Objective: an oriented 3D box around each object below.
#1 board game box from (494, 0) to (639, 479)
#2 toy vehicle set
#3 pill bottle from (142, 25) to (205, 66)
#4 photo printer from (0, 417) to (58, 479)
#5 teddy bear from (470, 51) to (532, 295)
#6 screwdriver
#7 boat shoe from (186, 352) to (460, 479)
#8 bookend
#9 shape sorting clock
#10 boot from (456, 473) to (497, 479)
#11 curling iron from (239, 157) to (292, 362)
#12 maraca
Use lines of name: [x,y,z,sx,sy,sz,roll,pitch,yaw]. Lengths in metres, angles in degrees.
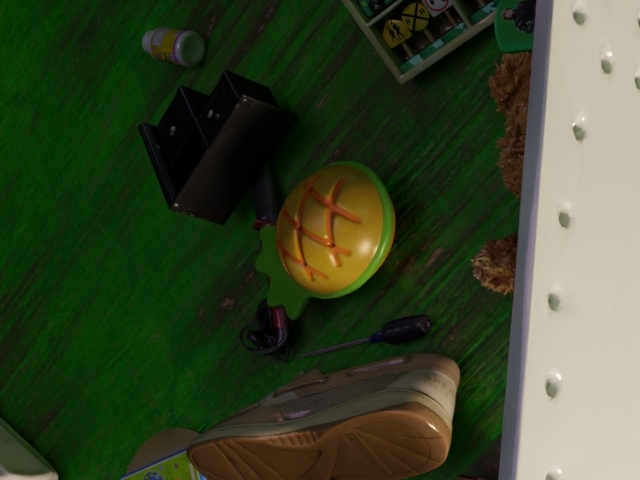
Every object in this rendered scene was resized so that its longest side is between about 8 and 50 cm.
board game box: [0.218,0.052,0.562,0.050,0.390,0.390,-1,81,49]
toy vehicle set: [0.131,-0.280,0.874,0.267,0.035,0.166,-32,99,33]
pill bottle: [-0.181,-0.238,1.191,0.083,0.043,0.043,19,94,42]
photo printer: [-0.484,0.389,1.287,0.256,0.107,0.307,25,99,39]
teddy bear: [0.204,-0.040,0.757,0.245,0.113,0.338,-7,76,53]
screwdriver: [0.041,0.101,0.953,0.170,0.024,0.025,-26,94,42]
boat shoe: [0.000,0.176,0.928,0.302,0.109,0.098,-22,28,37]
bookend: [-0.118,-0.129,1.072,0.157,0.072,0.156,-52,42,25]
shape sorting clock: [-0.151,0.308,1.060,0.206,0.040,0.206,-6,80,37]
boot: [0.174,0.269,0.769,0.197,0.073,0.152,1,78,38]
curling iron: [-0.063,-0.004,1.049,0.068,0.035,0.274,-17,71,38]
maraca: [0.000,0.000,0.952,0.185,0.099,0.127,-38,59,36]
